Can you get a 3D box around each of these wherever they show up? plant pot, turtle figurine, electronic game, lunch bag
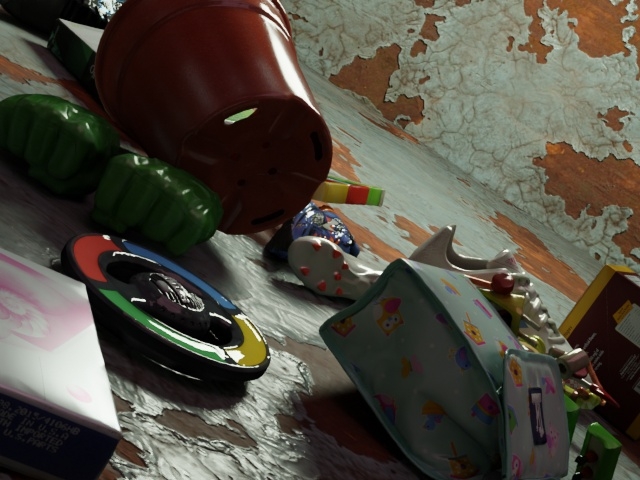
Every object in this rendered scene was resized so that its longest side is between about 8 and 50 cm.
[{"bbox_3d":[-0.120,-0.161,1.750,0.272,0.272,0.265,23,24,-37],"label":"plant pot"},{"bbox_3d":[0.256,0.160,1.875,0.269,0.087,0.217,44,22,9],"label":"turtle figurine"},{"bbox_3d":[-0.148,0.063,1.350,0.229,0.048,0.229,31,13,-8],"label":"electronic game"},{"bbox_3d":[0.155,0.158,1.495,0.262,0.160,0.223,51,14,22],"label":"lunch bag"}]

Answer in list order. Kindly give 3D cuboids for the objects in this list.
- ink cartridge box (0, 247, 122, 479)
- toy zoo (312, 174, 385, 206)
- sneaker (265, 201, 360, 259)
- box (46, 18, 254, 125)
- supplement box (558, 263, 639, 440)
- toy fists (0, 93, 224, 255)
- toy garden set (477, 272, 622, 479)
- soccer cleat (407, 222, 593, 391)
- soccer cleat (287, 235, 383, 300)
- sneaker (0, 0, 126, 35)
[{"bbox_3d":[-0.320,0.026,1.036,0.324,0.071,0.330,26,16,-27],"label":"ink cartridge box"},{"bbox_3d":[-0.043,-0.088,2.020,0.192,0.030,0.293,15,6,21],"label":"toy zoo"},{"bbox_3d":[0.000,0.000,1.875,0.087,0.083,0.221,41,16,13],"label":"sneaker"},{"bbox_3d":[-0.241,-0.228,2.092,0.232,0.058,0.322,8,23,-41],"label":"box"},{"bbox_3d":[0.472,0.168,2.124,0.194,0.191,0.129,39,14,23],"label":"supplement box"},{"bbox_3d":[-0.239,-0.076,1.551,0.279,0.096,0.142,34,3,9],"label":"toy fists"},{"bbox_3d":[0.247,0.175,1.625,0.049,0.204,0.244,-22,46,-30],"label":"toy garden set"},{"bbox_3d":[0.276,0.102,2.008,0.331,0.143,0.116,33,13,1],"label":"soccer cleat"},{"bbox_3d":[0.021,0.042,1.817,0.196,0.068,0.076,25,1,-40],"label":"soccer cleat"},{"bbox_3d":[-0.363,-0.359,2.227,0.139,0.125,0.341,43,17,31],"label":"sneaker"}]
